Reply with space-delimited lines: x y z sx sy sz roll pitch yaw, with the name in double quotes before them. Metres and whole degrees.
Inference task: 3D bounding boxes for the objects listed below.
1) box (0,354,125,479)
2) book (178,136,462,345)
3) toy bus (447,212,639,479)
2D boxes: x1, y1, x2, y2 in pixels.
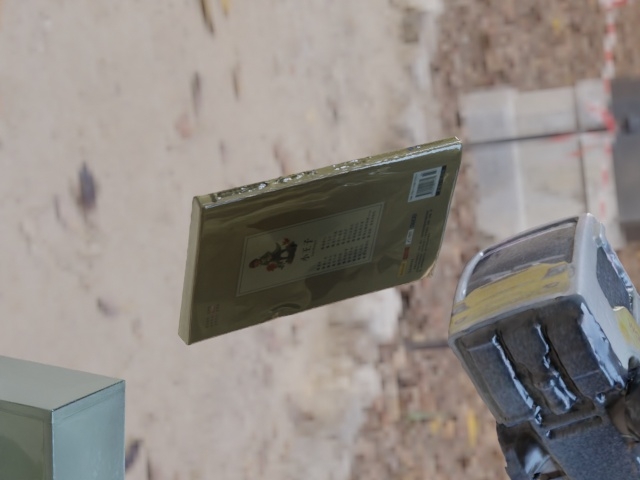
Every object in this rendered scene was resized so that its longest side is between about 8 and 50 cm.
"box" -0.294 0.227 1.552 0.117 0.225 0.225 -20 114 -59
"book" 0.000 0.000 1.183 0.016 0.198 0.138 58 -29 37
"toy bus" 0.197 0.137 1.054 0.342 0.097 0.138 56 28 -26
